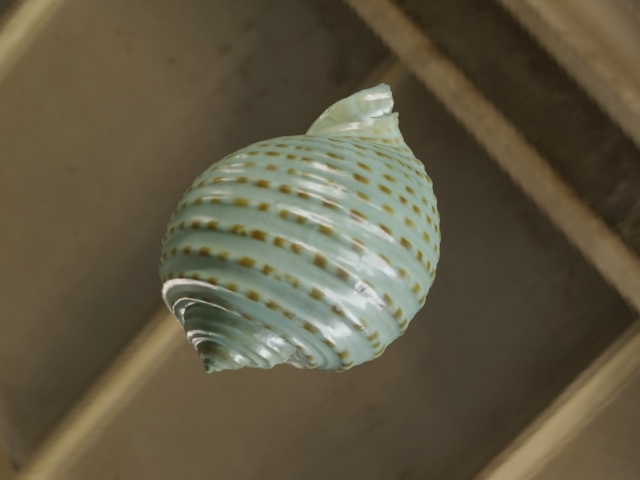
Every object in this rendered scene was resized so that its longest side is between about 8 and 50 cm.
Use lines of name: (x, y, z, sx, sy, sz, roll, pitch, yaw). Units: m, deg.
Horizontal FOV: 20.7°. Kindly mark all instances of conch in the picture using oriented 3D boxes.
conch: (0.002, 0.006, 1.054, 0.200, 0.172, 0.131, -46, -149, 1)
